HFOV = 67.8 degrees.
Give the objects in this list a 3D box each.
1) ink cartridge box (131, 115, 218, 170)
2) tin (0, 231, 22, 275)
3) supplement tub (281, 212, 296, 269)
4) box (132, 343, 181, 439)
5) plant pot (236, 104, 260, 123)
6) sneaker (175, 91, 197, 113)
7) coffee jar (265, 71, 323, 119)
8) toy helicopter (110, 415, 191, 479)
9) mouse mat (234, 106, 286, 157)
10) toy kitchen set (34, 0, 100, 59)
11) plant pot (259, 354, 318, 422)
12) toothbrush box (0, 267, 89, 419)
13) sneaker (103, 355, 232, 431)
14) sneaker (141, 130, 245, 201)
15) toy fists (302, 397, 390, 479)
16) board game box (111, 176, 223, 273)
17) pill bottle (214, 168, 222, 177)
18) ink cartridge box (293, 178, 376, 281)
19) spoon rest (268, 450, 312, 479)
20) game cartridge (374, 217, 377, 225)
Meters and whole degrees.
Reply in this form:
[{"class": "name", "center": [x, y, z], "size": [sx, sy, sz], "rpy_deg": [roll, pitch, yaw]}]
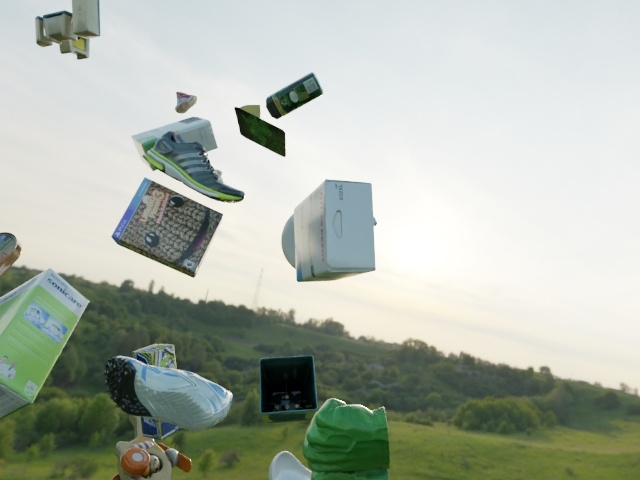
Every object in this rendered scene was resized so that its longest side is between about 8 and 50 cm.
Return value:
[{"class": "ink cartridge box", "center": [-0.442, -0.300, 1.450], "size": [0.212, 0.093, 0.154], "rpy_deg": [-27, 31, -23]}, {"class": "tin", "center": [-0.817, 0.060, 1.158], "size": [0.106, 0.190, 0.040], "rpy_deg": [15, -37, 22]}, {"class": "supplement tub", "center": [0.000, 0.000, 1.679], "size": [0.235, 0.235, 0.325], "rpy_deg": [10, 1, 6]}, {"class": "box", "center": [-0.313, 0.290, 0.919], "size": [0.054, 0.169, 0.059], "rpy_deg": [-4, 3, 29]}, {"class": "plant pot", "center": [-0.271, -0.465, 1.797], "size": [0.083, 0.081, 0.081], "rpy_deg": [6, -6, -4]}, {"class": "sneaker", "center": [-0.481, -0.473, 1.630], "size": [0.067, 0.118, 0.042], "rpy_deg": [19, -50, 9]}, {"class": "coffee jar", "center": [-0.085, -0.455, 1.504], "size": [0.184, 0.079, 0.096], "rpy_deg": [-25, 22, 11]}, {"class": "toy helicopter", "center": [-0.575, 0.692, 1.604], "size": [0.235, 0.140, 0.355], "rpy_deg": [20, 15, -32]}, {"class": "mouse mat", "center": [-0.163, -0.295, 1.315], "size": [0.152, 0.007, 0.190], "rpy_deg": [27, -13, 2]}, {"class": "toy kitchen set", "center": [-0.645, -0.586, 1.293], "size": [0.207, 0.122, 0.166], "rpy_deg": [1, 3, 21]}, {"class": "plant pot", "center": [-0.102, 0.486, 1.492], "size": [0.165, 0.165, 0.234], "rpy_deg": [-2, -35, -5]}, {"class": "toothbrush box", "center": [-0.632, 0.218, 0.959], "size": [0.206, 0.283, 0.122], "rpy_deg": [-28, -58, 14]}, {"class": "sneaker", "center": [-0.252, 0.245, 0.774], "size": [0.237, 0.085, 0.086], "rpy_deg": [12, 1, 23]}, {"class": "sneaker", "center": [-0.335, -0.200, 1.307], "size": [0.300, 0.121, 0.111], "rpy_deg": [29, -1, -1]}, {"class": "toy fists", "center": [0.046, 0.385, 0.836], "size": [0.142, 0.096, 0.279], "rpy_deg": [-5, -55, 2]}, {"class": "board game box", "center": [-0.516, -0.039, 1.637], "size": [0.291, 0.232, 0.141], "rpy_deg": [25, -16, -9]}, {"class": "pill bottle", "center": [-0.397, -0.223, 1.787], "size": [0.043, 0.083, 0.043], "rpy_deg": [11, -13, 2]}, {"class": "ink cartridge box", "center": [0.028, -0.012, 1.263], "size": [0.129, 0.223, 0.307], "rpy_deg": [1, -9, -17]}, {"class": "spoon rest", "center": [-0.104, 0.861, 1.761], "size": [0.084, 0.137, 0.276], "rpy_deg": [-5, -29, 25]}, {"class": "game cartridge", "center": [0.161, -0.081, 1.633], "size": [0.056, 0.017, 0.083], "rpy_deg": [15, 31, -35]}]
